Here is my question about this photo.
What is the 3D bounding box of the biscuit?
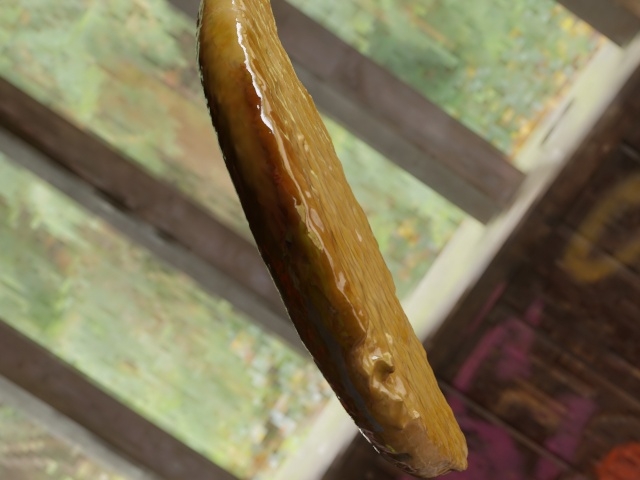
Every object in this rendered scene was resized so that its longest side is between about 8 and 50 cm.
[{"bbox_3d":[-0.001,0.001,0.685,0.033,0.224,0.144,-25,5,10],"label":"biscuit"}]
